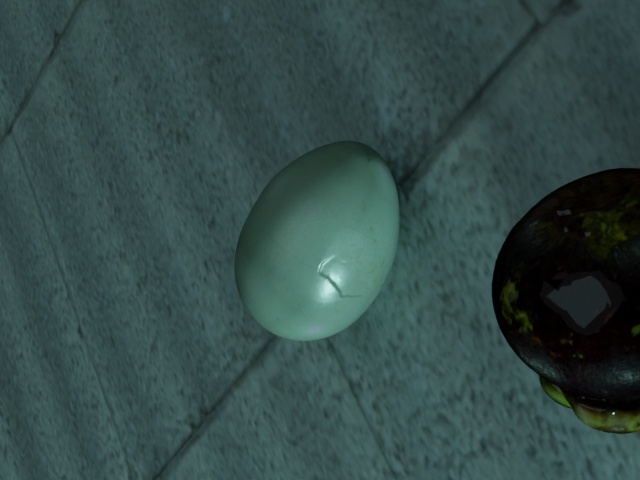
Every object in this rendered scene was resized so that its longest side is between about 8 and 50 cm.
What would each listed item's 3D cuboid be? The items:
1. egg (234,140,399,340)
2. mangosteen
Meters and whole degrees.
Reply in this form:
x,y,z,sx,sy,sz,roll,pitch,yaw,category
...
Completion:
x,y,z,sx,sy,sz,roll,pitch,yaw,category
0.000,0.000,1.226,0.151,0.151,0.209,40,108,44,egg
0.231,0.056,0.951,0.192,0.192,0.217,29,145,47,mangosteen
